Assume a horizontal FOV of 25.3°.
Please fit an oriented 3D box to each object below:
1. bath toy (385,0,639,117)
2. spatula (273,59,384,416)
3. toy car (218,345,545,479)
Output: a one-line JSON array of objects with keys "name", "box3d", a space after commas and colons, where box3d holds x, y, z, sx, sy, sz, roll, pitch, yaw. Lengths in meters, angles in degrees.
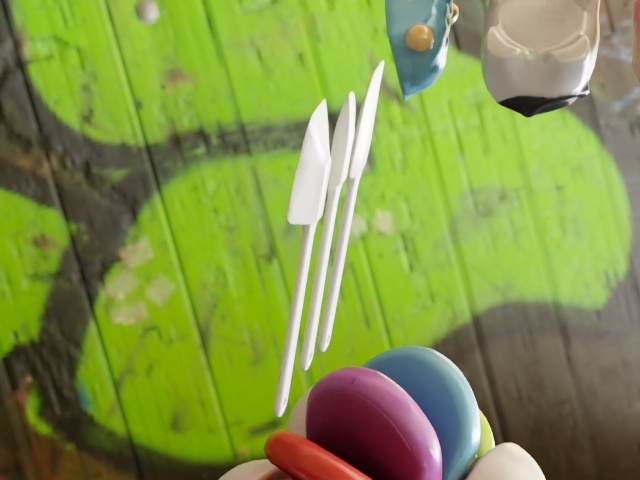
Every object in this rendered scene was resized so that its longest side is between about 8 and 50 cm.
[{"name": "bath toy", "box3d": [0.219, -0.131, 0.915, 0.348, 0.151, 0.129, 8, 158, 13]}, {"name": "spatula", "box3d": [0.000, 0.000, 1.042, 0.019, 0.242, 0.168, 15, -156, 10]}, {"name": "toy car", "box3d": [0.024, 0.130, 0.761, 0.159, 0.136, 0.182, 24, -128, 34]}]
